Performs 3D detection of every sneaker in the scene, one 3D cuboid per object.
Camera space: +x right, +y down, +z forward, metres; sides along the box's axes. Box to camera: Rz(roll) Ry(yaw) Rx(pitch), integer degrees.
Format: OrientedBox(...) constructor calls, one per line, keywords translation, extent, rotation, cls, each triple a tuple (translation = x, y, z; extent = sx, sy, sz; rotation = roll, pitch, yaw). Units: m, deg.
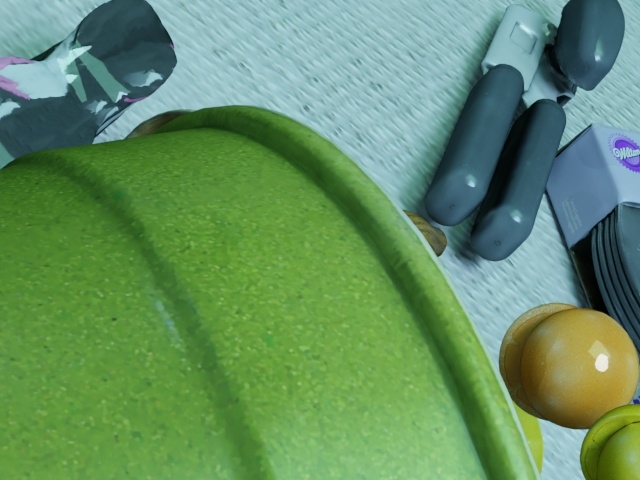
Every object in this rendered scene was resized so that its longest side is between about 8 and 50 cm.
OrientedBox(translation=(-0.150, -0.059, 0.826), extent=(0.178, 0.077, 0.072), rotation=(-35, 92, -44), cls="sneaker")

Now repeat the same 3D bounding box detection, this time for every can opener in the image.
OrientedBox(translation=(0.147, -0.099, 1.078), extent=(0.076, 0.095, 0.283), rotation=(37, 36, -8), cls="can opener")

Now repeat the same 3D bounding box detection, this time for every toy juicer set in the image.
OrientedBox(translation=(0.141, 0.181, 0.759), extent=(0.089, 0.209, 0.329), rotation=(8, 50, -24), cls="toy juicer set")

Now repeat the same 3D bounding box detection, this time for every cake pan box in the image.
OrientedBox(translation=(0.292, 0.048, 1.102), extent=(0.267, 0.070, 0.246), rotation=(9, 50, -33), cls="cake pan box")

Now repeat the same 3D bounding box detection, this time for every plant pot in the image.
OrientedBox(translation=(-0.170, 0.152, 0.470), extent=(0.353, 0.366, 0.366), rotation=(-6, 61, -28), cls="plant pot")

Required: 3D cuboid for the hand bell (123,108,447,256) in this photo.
OrientedBox(translation=(0.000, 0.000, 0.898), extent=(0.242, 0.126, 0.126), rotation=(3, 55, -52), cls="hand bell")
